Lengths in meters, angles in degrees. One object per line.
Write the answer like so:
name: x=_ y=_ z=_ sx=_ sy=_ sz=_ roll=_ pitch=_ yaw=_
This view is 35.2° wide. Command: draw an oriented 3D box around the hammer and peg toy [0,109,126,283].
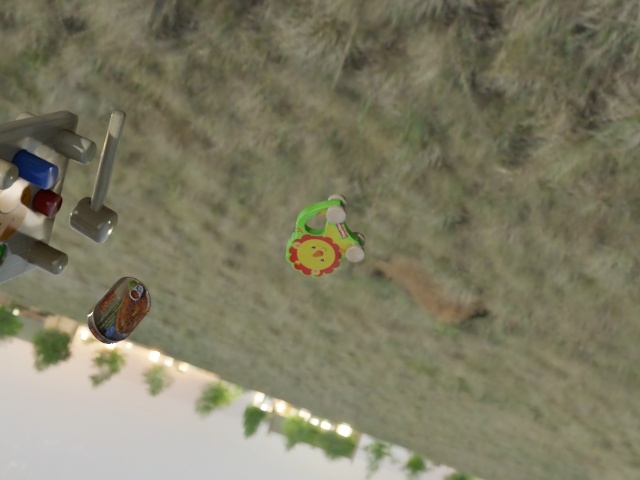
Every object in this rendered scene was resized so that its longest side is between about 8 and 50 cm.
hammer and peg toy: x=-0.420 y=-0.067 z=1.443 sx=0.127 sy=0.266 sz=0.361 roll=25 pitch=-158 yaw=13

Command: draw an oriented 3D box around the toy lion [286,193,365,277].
toy lion: x=0.000 y=0.000 z=1.217 sx=0.096 sy=0.034 sz=0.100 roll=-16 pitch=126 yaw=15

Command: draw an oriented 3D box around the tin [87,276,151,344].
tin: x=-0.469 y=0.162 z=2.343 sx=0.040 sy=0.190 sz=0.106 roll=-25 pitch=110 yaw=39
